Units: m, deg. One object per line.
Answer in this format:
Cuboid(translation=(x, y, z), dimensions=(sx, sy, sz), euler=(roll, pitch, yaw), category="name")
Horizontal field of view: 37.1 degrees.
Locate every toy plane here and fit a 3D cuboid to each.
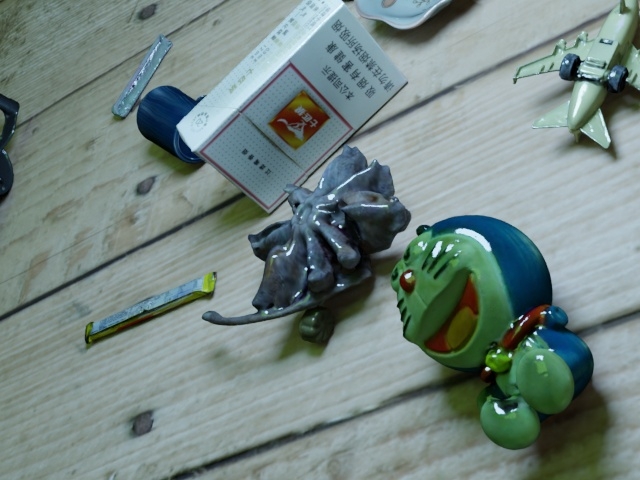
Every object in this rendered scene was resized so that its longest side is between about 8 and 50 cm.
Cuboid(translation=(0.393, -0.245, 1.332), dimensions=(0.229, 0.092, 0.244), euler=(20, 78, 27), category="toy plane")

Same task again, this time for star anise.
Cuboid(translation=(0.000, 0.000, 1.456), dimensions=(0.359, 0.139, 0.315), euler=(-11, 41, 44), category="star anise")

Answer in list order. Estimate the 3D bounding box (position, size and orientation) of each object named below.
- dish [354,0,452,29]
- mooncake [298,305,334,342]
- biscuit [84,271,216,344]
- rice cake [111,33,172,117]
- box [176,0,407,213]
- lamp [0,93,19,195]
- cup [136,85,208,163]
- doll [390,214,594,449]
Cuboid(translation=(0.169, -0.447, 1.629), dimensions=(0.229, 0.081, 0.229), euler=(-11, 67, 27), category="dish")
Cuboid(translation=(-0.042, 0.255, 1.351), dimensions=(0.057, 0.150, 0.346), euler=(-13, 70, 41), category="mooncake")
Cuboid(translation=(-0.303, 0.118, 1.672), dimensions=(0.292, 0.026, 0.048), euler=(-22, 47, 24), category="biscuit")
Cuboid(translation=(-0.379, -0.350, 2.028), dimensions=(0.033, 0.033, 0.207), euler=(14, 70, 52), category="rice cake")
Cuboid(translation=(-0.044, -0.225, 1.566), dimensions=(0.330, 0.210, 0.095), euler=(-42, 44, 7), category="box")
Cuboid(translation=(-0.837, -0.145, 2.121), dimensions=(0.272, 0.205, 0.374), euler=(-13, 66, 26), category="lamp")
Cuboid(translation=(-0.254, -0.231, 1.799), dimensions=(0.138, 0.113, 0.150), euler=(34, 88, 43), category="cup")
Cuboid(translation=(0.212, 0.096, 1.188), dimensions=(0.322, 0.186, 0.198), euler=(58, 134, 27), category="doll")
